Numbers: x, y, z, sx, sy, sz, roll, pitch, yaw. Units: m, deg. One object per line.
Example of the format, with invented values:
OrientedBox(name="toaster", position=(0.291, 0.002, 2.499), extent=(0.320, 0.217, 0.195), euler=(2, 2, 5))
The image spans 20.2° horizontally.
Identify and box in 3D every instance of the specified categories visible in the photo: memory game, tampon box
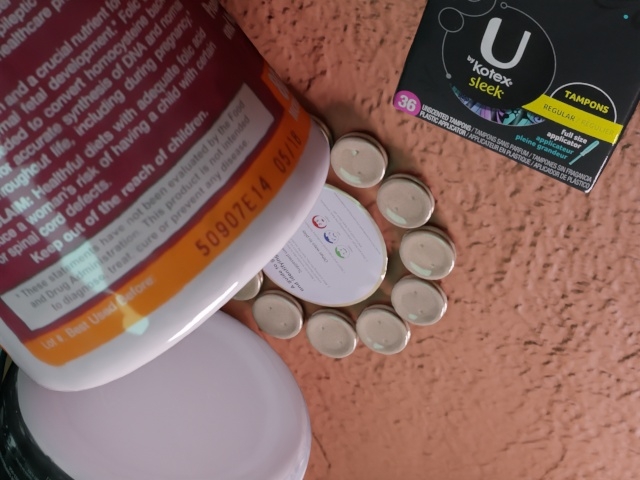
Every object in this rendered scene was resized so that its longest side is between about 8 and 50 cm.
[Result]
OrientedBox(name="memory game", position=(0.000, 0.000, 1.157), extent=(0.186, 0.012, 0.186), euler=(13, 128, 17))
OrientedBox(name="tampon box", position=(0.127, -0.132, 0.941), extent=(0.120, 0.101, 0.161), euler=(24, 130, 7))

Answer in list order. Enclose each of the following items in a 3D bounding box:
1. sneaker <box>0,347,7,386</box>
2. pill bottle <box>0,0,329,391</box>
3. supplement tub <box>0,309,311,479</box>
OrientedBox(name="sneaker", position=(-0.293, 0.068, 1.227), extent=(0.130, 0.147, 0.330), euler=(16, 140, -31))
OrientedBox(name="pill bottle", position=(-0.194, -0.127, 0.989), extent=(0.224, 0.224, 0.392), euler=(-25, 113, 36))
OrientedBox(name="supplement tub", position=(-0.145, 0.216, 1.253), extent=(0.207, 0.207, 0.338), euler=(27, 131, 6))
